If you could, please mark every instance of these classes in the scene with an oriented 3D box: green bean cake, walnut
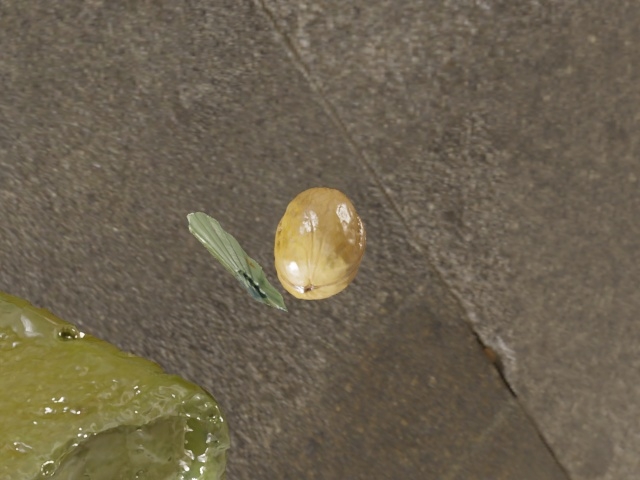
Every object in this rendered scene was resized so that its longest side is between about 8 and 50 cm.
[{"bbox_3d":[-0.195,0.159,0.577,0.236,0.233,0.124,-40,141,-45],"label":"green bean cake"},{"bbox_3d":[0.000,0.000,1.492,0.144,0.144,0.180,46,38,-26],"label":"walnut"}]

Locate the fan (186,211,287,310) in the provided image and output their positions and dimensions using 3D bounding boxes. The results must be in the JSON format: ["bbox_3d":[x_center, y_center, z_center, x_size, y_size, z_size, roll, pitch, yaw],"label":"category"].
[{"bbox_3d":[-0.105,0.024,1.236,0.009,0.131,0.240,-37,142,7],"label":"fan"}]
